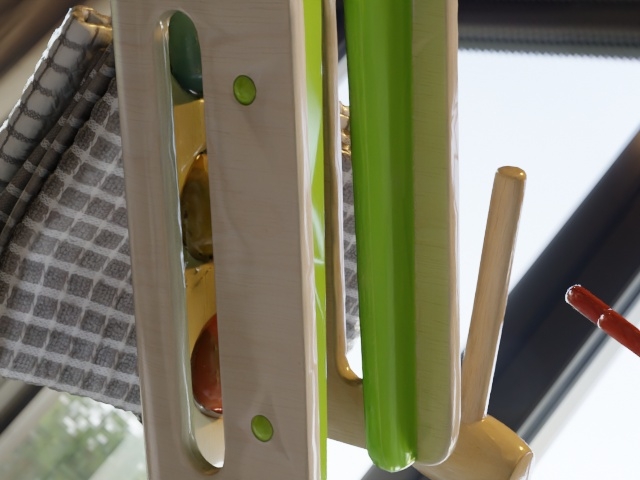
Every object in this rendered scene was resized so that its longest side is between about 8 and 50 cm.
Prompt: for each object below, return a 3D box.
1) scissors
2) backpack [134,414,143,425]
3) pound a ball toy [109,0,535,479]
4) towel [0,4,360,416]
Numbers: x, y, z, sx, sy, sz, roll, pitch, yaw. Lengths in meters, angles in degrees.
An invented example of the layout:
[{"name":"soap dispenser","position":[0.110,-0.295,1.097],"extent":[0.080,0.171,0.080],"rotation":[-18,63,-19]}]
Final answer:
[{"name":"scissors","position":[0.284,0.117,1.066],"extent":[0.297,0.021,0.109],"rotation":[36,2,-33]},{"name":"backpack","position":[-0.092,0.079,1.170],"extent":[0.158,0.117,0.173],"rotation":[45,-56,7]},{"name":"pound a ball toy","position":[0.000,0.000,0.692],"extent":[0.135,0.208,0.319],"rotation":[11,-68,35]},{"name":"towel","position":[-0.079,0.002,0.926],"extent":[0.283,0.235,0.121],"rotation":[21,24,-37]}]
